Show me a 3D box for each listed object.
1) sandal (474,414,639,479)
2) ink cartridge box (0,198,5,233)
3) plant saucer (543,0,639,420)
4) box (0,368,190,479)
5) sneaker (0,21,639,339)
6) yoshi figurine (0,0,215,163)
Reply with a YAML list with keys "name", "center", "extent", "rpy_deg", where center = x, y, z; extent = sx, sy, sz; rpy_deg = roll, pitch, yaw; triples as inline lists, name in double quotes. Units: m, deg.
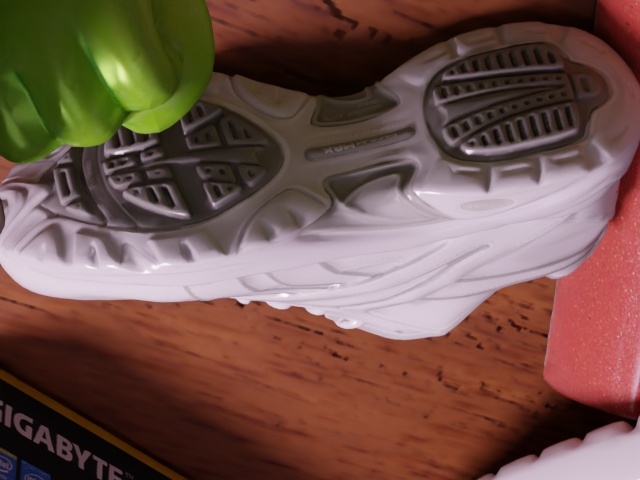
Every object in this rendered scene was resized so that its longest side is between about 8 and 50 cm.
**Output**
- name: "sandal"
  center: [0.179, 0.128, 0.732]
  extent: [0.169, 0.102, 0.416]
  rpy_deg: [21, 143, -38]
- name: "ink cartridge box"
  center: [-0.243, -0.143, 0.299]
  extent: [0.285, 0.166, 0.395]
  rpy_deg: [17, 134, 29]
- name: "plant saucer"
  center: [0.225, -0.016, 0.685]
  extent: [0.258, 0.048, 0.259]
  rpy_deg: [-2, 137, -3]
- name: "box"
  center: [-0.135, 0.204, 0.855]
  extent: [0.257, 0.079, 0.322]
  rpy_deg: [-33, 130, 28]
- name: "sneaker"
  center: [0.000, 0.000, 0.652]
  extent: [0.232, 0.090, 0.115]
  rpy_deg: [-6, 141, 4]
- name: "yoshi figurine"
  center: [-0.027, -0.098, 0.489]
  extent: [0.362, 0.204, 0.203]
  rpy_deg: [-35, 145, 24]
